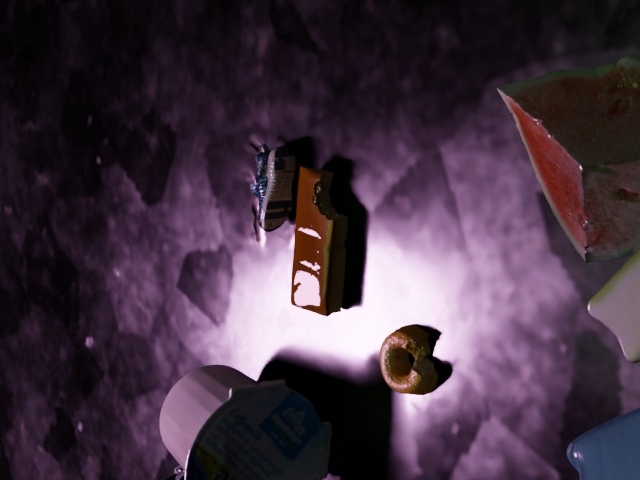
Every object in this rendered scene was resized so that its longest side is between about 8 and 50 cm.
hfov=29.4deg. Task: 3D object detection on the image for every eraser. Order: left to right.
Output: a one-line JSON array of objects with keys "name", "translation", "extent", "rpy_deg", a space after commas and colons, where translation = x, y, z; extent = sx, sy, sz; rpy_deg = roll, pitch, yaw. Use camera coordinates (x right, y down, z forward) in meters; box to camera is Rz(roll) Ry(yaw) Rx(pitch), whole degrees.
[{"name": "eraser", "translation": [0.443, 0.019, 1.307], "extent": [0.092, 0.274, 0.210], "rpy_deg": [57, 131, 23]}]

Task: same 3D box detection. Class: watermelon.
[{"name": "watermelon", "translation": [0.345, -0.110, 1.466], "extent": [0.256, 0.176, 0.260], "rpy_deg": [-54, 38, 28]}]

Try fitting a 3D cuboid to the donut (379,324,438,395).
[{"name": "donut", "translation": [0.127, 0.183, 1.828], "extent": [0.097, 0.043, 0.108], "rpy_deg": [-27, 74, 44]}]

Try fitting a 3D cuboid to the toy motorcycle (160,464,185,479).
[{"name": "toy motorcycle", "translation": [-0.272, 0.519, 2.261], "extent": [0.307, 0.108, 0.173], "rpy_deg": [-29, 86, 44]}]

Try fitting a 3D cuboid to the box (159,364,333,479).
[{"name": "box", "translation": [-0.158, 0.340, 2.003], "extent": [0.291, 0.262, 0.206], "rpy_deg": [-50, 33, -8]}]

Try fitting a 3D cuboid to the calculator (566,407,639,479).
[{"name": "calculator", "translation": [0.449, 0.295, 1.434], "extent": [0.386, 0.054, 0.256], "rpy_deg": [-21, 51, 38]}]

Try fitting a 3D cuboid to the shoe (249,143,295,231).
[{"name": "shoe", "translation": [-0.083, -0.084, 1.973], "extent": [0.071, 0.064, 0.142], "rpy_deg": [16, 106, 42]}]

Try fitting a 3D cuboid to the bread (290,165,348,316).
[{"name": "bread", "translation": [0.000, 0.000, 1.915], "extent": [0.088, 0.049, 0.226], "rpy_deg": [18, 110, 42]}]
